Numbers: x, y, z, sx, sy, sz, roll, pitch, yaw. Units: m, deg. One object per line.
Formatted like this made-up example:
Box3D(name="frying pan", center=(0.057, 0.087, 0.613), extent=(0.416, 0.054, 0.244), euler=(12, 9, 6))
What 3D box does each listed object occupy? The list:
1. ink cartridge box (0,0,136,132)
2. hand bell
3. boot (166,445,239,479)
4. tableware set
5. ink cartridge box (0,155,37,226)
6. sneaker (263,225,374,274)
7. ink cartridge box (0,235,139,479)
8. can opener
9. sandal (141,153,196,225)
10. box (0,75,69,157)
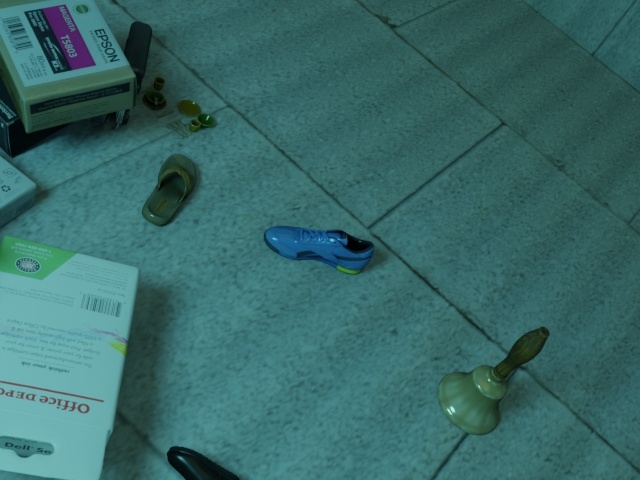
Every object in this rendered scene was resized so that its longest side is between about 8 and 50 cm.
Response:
Box3D(name="ink cartridge box", center=(-0.447, -0.315, 1.380), extent=(0.193, 0.088, 0.235), euler=(-21, 67, -25))
Box3D(name="hand bell", center=(0.310, 0.219, 1.379), extent=(0.126, 0.242, 0.126), euler=(15, 47, -16))
Box3D(name="boot", center=(-0.177, 0.355, 1.136), extent=(0.121, 0.045, 0.099), euler=(29, 46, -4))
Box3D(name="tableware set", center=(-0.292, -0.275, 1.651), extent=(0.154, 0.024, 0.104), euler=(44, 45, 14))
Box3D(name="ink cartridge box", center=(-0.640, -0.132, 1.305), extent=(0.332, 0.065, 0.165), euler=(38, 44, 5))
Box3D(name="sneaker", center=(0.000, 0.000, 1.524), extent=(0.209, 0.082, 0.069), euler=(15, 48, -14))
Box3D(name="ink cartridge box", center=(-0.382, 0.181, 1.123), extent=(0.207, 0.119, 0.354), euler=(15, 45, -17))
Box3D(name="can opener", center=(-0.397, -0.334, 1.607), extent=(0.095, 0.076, 0.284), euler=(14, 47, -18))
Box3D(name="sandal", center=(-0.272, -0.100, 1.486), extent=(0.072, 0.049, 0.180), euler=(25, 44, -6))
Box3D(name="box", center=(-0.563, -0.300, 1.449), extent=(0.261, 0.103, 0.184), euler=(43, 55, 12))
